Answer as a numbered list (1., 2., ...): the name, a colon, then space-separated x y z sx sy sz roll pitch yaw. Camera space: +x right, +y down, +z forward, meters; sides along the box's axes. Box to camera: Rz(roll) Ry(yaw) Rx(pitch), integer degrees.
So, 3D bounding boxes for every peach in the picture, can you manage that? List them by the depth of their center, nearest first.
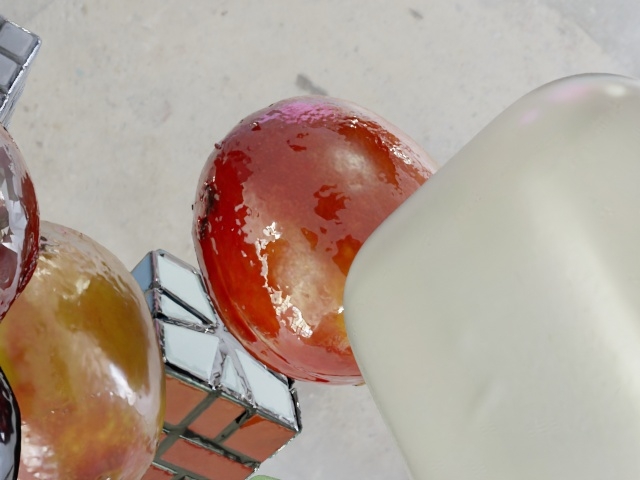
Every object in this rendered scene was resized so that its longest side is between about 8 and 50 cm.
1. peach: -0.337 0.160 1.150 0.290 0.372 0.372 -23 77 -46
2. peach: 0.000 0.000 1.215 0.370 0.370 0.370 7 67 -17

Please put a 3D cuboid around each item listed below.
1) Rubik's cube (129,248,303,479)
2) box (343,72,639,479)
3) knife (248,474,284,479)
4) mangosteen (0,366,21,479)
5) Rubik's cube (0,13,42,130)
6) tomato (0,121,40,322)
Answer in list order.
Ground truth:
1. Rubik's cube: -0.233 0.236 1.522 0.293 0.283 0.288 36 22 -29
2. box: 0.160 0.100 0.561 0.141 0.289 0.349 -10 67 -39
3. knife: 0.031 0.390 1.375 0.293 0.020 0.043 15 79 9
4. mangosteen: -0.405 0.178 0.756 0.313 0.297 0.297 22 62 -27
5. Rubik's cube: -0.483 -0.146 1.056 0.238 0.237 0.237 30 57 -16
6. tomato: -0.208 -0.021 0.485 0.099 0.189 0.173 -18 103 17
